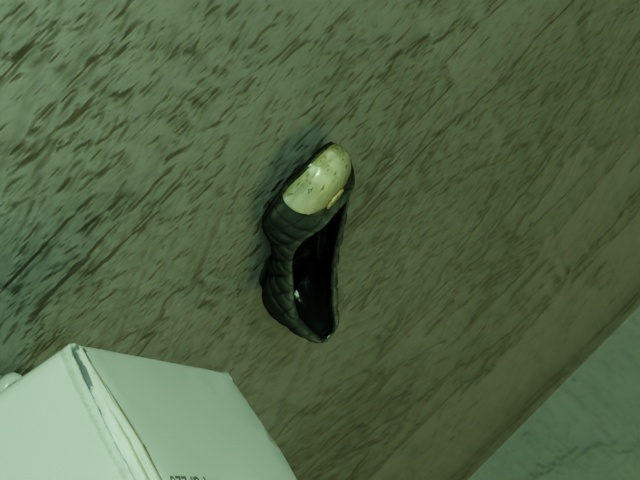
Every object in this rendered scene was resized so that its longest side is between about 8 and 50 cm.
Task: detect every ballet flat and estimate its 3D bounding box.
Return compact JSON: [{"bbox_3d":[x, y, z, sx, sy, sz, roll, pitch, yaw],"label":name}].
[{"bbox_3d":[0.000,0.000,0.984,0.057,0.049,0.173,-41,164,-20],"label":"ballet flat"}]

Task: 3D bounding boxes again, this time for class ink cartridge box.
[{"bbox_3d":[-0.126,0.138,0.740,0.218,0.092,0.158,-33,163,12],"label":"ink cartridge box"}]

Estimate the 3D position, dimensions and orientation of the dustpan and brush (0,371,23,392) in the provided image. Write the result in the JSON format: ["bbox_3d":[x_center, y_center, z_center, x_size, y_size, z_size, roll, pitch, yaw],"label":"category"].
[{"bbox_3d":[-0.155,0.093,0.798,0.147,0.060,0.211,-35,161,-32],"label":"dustpan and brush"}]
